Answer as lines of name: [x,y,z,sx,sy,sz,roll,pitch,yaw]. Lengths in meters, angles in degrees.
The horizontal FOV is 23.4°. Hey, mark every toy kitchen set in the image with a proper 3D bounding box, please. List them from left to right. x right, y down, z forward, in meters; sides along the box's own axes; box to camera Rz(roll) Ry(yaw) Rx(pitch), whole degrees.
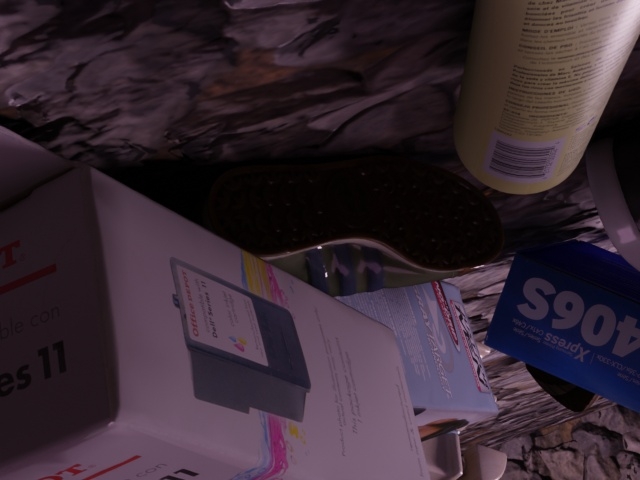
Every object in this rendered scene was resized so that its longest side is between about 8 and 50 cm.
toy kitchen set: [0.054,0.160,1.452,0.207,0.166,0.122,22,137,-32]

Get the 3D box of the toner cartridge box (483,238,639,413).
toner cartridge box: [0.303,0.099,1.074,0.348,0.075,0.165,23,-166,22]

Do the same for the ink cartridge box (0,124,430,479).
ink cartridge box: [-0.119,0.081,0.703,0.207,0.119,0.353,-23,152,23]

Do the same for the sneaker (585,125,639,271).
sneaker: [0.284,-0.025,0.975,0.147,0.104,0.296,-18,164,25]

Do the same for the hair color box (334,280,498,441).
hair color box: [-0.016,0.098,1.080,0.185,0.113,0.374,-22,167,16]

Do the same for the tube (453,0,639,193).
tube: [0.093,-0.089,0.592,0.070,0.062,0.240,-59,171,-17]

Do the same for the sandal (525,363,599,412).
sandal: [0.306,0.136,1.779,0.060,0.090,0.219,-36,168,-25]

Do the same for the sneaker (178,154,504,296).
sneaker: [0.000,0.000,0.809,0.192,0.064,0.086,1,158,-39]
